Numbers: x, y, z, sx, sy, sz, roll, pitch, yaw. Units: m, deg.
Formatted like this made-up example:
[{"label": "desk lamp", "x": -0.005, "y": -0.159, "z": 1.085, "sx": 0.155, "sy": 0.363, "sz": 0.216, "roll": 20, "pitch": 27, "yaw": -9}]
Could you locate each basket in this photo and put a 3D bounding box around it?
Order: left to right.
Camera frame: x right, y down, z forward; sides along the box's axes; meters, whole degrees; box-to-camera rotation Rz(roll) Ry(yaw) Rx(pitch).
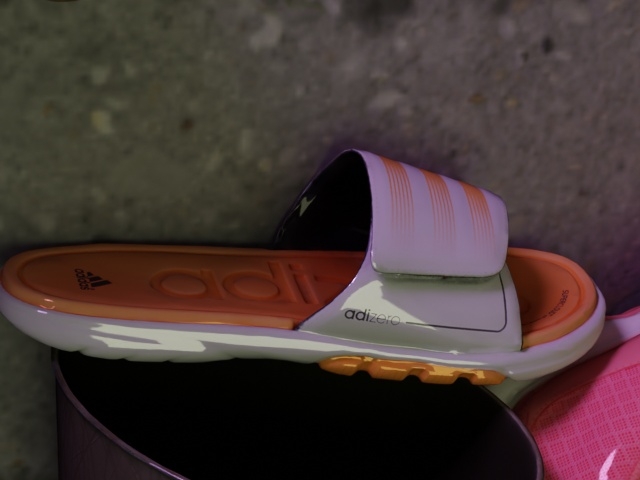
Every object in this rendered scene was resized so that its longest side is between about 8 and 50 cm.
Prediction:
[{"label": "basket", "x": -0.029, "y": 0.162, "z": 0.735, "sx": 0.204, "sy": 0.154, "sz": 0.227, "roll": 19, "pitch": 117, "yaw": 14}]

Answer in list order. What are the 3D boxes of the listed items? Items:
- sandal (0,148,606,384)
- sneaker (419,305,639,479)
[{"label": "sandal", "x": 0.002, "y": 0.005, "z": 0.709, "sx": 0.265, "sy": 0.102, "sz": 0.076, "roll": 1, "pitch": 115, "yaw": -19}, {"label": "sneaker", "x": 0.202, "y": 0.060, "z": 0.776, "sx": 0.314, "sy": 0.136, "sz": 0.116, "roll": -34, "pitch": 121, "yaw": -16}]
